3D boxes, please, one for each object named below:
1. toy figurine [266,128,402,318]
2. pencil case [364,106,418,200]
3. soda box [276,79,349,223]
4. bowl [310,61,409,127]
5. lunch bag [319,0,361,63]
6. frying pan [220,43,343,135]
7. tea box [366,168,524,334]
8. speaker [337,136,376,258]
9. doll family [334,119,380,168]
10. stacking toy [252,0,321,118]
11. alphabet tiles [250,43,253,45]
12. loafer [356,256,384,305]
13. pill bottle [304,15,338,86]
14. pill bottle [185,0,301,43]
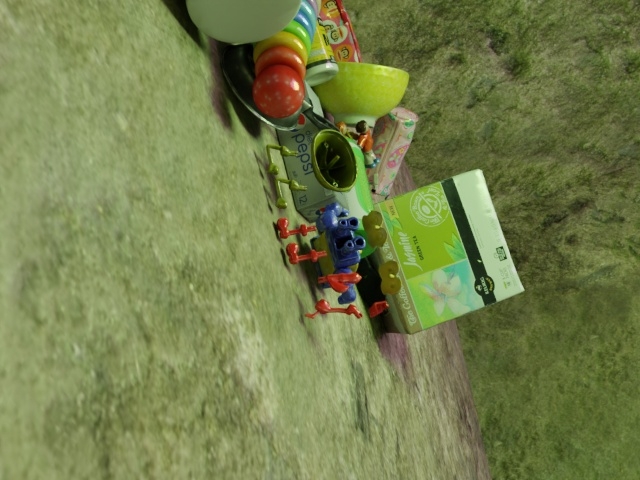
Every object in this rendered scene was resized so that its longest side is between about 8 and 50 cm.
[{"bbox_3d":[0.000,0.000,1.437,0.217,0.191,0.363,119,-44,-68],"label":"toy figurine"},{"bbox_3d":[0.199,-0.267,2.285,0.124,0.124,0.284,-79,-172,-66],"label":"pencil case"},{"bbox_3d":[-0.026,-0.189,1.592,0.098,0.091,0.286,42,31,-64],"label":"soda box"},{"bbox_3d":[0.100,-0.401,2.125,0.289,0.289,0.156,-8,104,-77],"label":"bowl"},{"bbox_3d":[0.016,-0.646,2.309,0.293,0.120,0.258,69,-6,-48],"label":"lunch bag"},{"bbox_3d":[-0.058,-0.259,1.442,0.326,0.053,0.197,37,33,-26],"label":"frying pan"},{"bbox_3d":[0.282,0.034,1.908,0.220,0.323,0.329,151,-81,-79],"label":"tea box"},{"bbox_3d":[0.057,-0.101,1.728,0.131,0.131,0.297,56,19,-47],"label":"speaker"},{"bbox_3d":[0.062,-0.225,2.027,0.263,0.118,0.163,-65,143,-47],"label":"doll family"},{"bbox_3d":[-0.073,-0.343,1.347,0.141,0.141,0.330,57,27,-45],"label":"stacking toy"},{"bbox_3d":[-0.115,-0.466,1.743,0.285,0.011,0.343,49,28,-49],"label":"alphabet tiles"},{"bbox_3d":[0.111,0.082,1.825,0.061,0.062,0.170,-93,161,-64],"label":"loafer"},{"bbox_3d":[-0.038,-0.519,1.967,0.119,0.119,0.209,0,71,-76],"label":"pill bottle"},{"bbox_3d":[-0.158,-0.546,1.289,0.224,0.224,0.392,48,25,-59],"label":"pill bottle"}]
